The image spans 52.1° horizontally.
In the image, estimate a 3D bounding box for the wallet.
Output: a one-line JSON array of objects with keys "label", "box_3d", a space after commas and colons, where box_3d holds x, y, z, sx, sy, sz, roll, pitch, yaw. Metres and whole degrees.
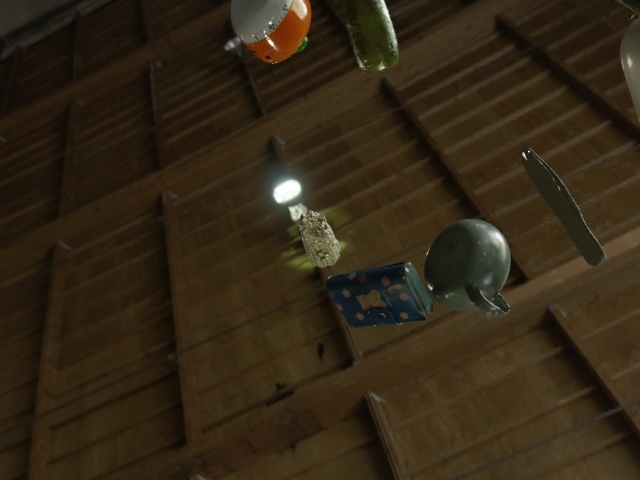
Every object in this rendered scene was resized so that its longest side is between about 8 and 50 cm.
[{"label": "wallet", "box_3d": [0.125, 0.119, 1.368, 0.202, 0.141, 0.059, -14, -151, 37]}]

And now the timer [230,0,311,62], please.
[{"label": "timer", "box_3d": [-0.063, -0.314, 0.934, 0.099, 0.136, 0.136, 16, -123, 31]}]

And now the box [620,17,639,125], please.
[{"label": "box", "box_3d": [0.682, -0.258, 1.095, 0.288, 0.349, 0.141, -14, -146, 32]}]

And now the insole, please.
[{"label": "insole", "box_3d": [0.335, -0.049, 0.910, 0.010, 0.063, 0.192, -25, -107, -8]}]

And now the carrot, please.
[{"label": "carrot", "box_3d": [0.045, -0.435, 1.009, 0.074, 0.358, 0.074, -17, -165, 5]}]

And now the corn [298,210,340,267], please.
[{"label": "corn", "box_3d": [0.000, 0.000, 1.564, 0.087, 0.211, 0.087, -2, -112, 6]}]

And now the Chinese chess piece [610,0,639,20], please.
[{"label": "Chinese chess piece", "box_3d": [0.388, -0.254, 0.632, 0.146, 0.349, 0.349, -55, -148, 27]}]

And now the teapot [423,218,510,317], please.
[{"label": "teapot", "box_3d": [0.307, 0.054, 1.350, 0.193, 0.129, 0.294, -52, -151, 24]}]
